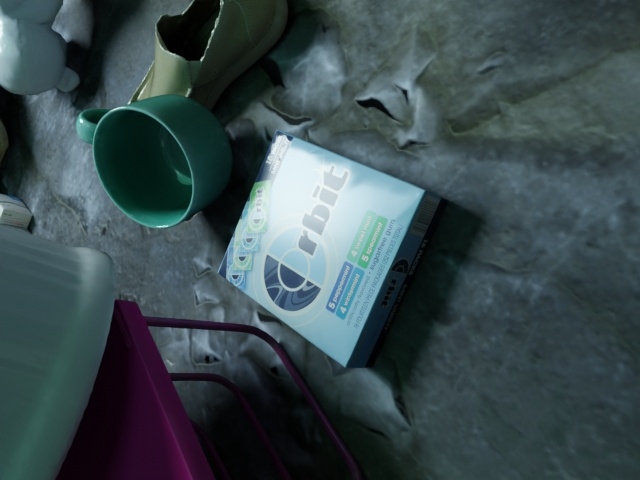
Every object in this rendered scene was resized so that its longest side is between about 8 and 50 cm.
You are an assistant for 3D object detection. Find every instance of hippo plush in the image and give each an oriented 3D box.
[{"bbox_3d":[-0.421,-0.347,0.856,0.294,0.234,0.237,40,138,55],"label":"hippo plush"}]

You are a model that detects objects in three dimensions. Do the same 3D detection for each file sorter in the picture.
[{"bbox_3d":[-0.137,0.233,0.484,0.291,0.182,0.202,-51,53,18],"label":"file sorter"}]

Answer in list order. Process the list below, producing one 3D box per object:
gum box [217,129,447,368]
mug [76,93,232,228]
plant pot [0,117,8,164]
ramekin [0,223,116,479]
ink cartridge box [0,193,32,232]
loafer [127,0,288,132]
[{"bbox_3d":[0.000,0.000,0.513,0.184,0.041,0.157,30,100,40],"label":"gum box"},{"bbox_3d":[-0.168,-0.101,0.608,0.129,0.097,0.158,-29,98,35],"label":"mug"},{"bbox_3d":[-0.726,-0.248,1.000,0.334,0.333,0.305,-49,66,21],"label":"plant pot"},{"bbox_3d":[-0.286,0.111,0.440,0.277,0.135,0.277,-36,39,36],"label":"ramekin"},{"bbox_3d":[-0.508,-0.046,0.929,0.083,0.048,0.028,36,104,37],"label":"ink cartridge box"},{"bbox_3d":[-0.156,-0.204,0.648,0.268,0.092,0.102,-39,59,27],"label":"loafer"}]
